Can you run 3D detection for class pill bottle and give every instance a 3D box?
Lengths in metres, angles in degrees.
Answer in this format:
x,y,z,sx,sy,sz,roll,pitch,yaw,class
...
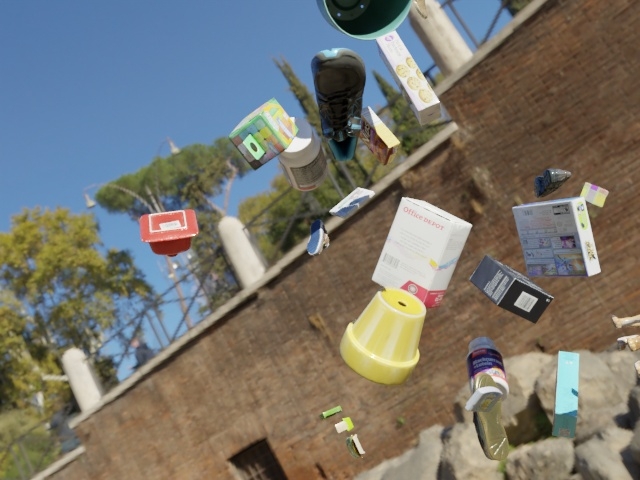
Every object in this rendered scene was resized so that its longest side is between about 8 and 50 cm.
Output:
x,y,z,sx,sy,sz,roll,pitch,yaw,class
-0.070,-0.303,2.518,0.161,0.161,0.283,-29,-23,-3,pill bottle
0.483,0.376,2.091,0.108,0.108,0.194,-36,25,25,pill bottle

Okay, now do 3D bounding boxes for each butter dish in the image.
x,y,z,sx,sy,sz,roll,pitch,yaw,class
-0.432,-0.007,2.057,0.160,0.160,0.118,-8,-58,-11,butter dish

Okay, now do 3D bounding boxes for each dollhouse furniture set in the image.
x,y,z,sx,sy,sz,roll,pitch,yaw,class
0.058,0.535,1.959,0.058,0.152,0.076,-18,-17,-25,dollhouse furniture set

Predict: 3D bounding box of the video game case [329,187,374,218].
x,y,z,sx,sy,sz,roll,pitch,yaw,class
0.123,-0.147,2.799,0.157,0.019,0.143,-40,21,-10,video game case

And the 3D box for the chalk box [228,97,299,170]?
x,y,z,sx,sy,sz,roll,pitch,yaw,class
-0.171,-0.308,2.110,0.132,0.132,0.213,-31,19,24,chalk box

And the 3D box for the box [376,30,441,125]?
x,y,z,sx,sy,sz,roll,pitch,yaw,class
0.242,-0.454,1.984,0.067,0.324,0.063,-22,-35,1,box

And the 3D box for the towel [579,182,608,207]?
x,y,z,sx,sy,sz,roll,pitch,yaw,class
0.882,-0.146,2.308,0.009,0.083,0.060,-144,76,-89,towel

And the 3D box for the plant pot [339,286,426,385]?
x,y,z,sx,sy,sz,roll,pitch,yaw,class
0.216,0.289,2.265,0.254,0.254,0.239,-12,-49,-52,plant pot

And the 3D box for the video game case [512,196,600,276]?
x,y,z,sx,sy,sz,roll,pitch,yaw,class
0.758,-0.006,2.313,0.061,0.245,0.269,-15,5,-26,video game case

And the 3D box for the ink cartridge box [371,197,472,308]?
x,y,z,sx,sy,sz,roll,pitch,yaw,class
0.333,0.041,2.365,0.131,0.226,0.306,6,-71,-49,ink cartridge box

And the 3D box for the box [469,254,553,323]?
x,y,z,sx,sy,sz,roll,pitch,yaw,class
0.523,0.133,1.969,0.156,0.158,0.093,25,-77,-26,box

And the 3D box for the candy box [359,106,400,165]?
x,y,z,sx,sy,sz,roll,pitch,yaw,class
0.195,-0.367,2.519,0.053,0.187,0.109,-27,-23,-22,candy box

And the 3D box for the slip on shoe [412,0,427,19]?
x,y,z,sx,sy,sz,roll,pitch,yaw,class
0.320,-0.784,2.314,0.041,0.135,0.051,-25,-2,26,slip on shoe

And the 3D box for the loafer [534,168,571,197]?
x,y,z,sx,sy,sz,roll,pitch,yaw,class
0.629,-0.154,1.955,0.061,0.062,0.170,-5,-7,-2,loafer

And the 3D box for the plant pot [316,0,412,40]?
x,y,z,sx,sy,sz,roll,pitch,yaw,class
0.116,-0.787,2.265,0.293,0.293,0.235,-28,22,-6,plant pot

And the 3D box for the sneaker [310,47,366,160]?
x,y,z,sx,sy,sz,roll,pitch,yaw,class
0.054,-0.318,1.693,0.125,0.140,0.341,-6,-25,6,sneaker

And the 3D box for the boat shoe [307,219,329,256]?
x,y,z,sx,sy,sz,roll,pitch,yaw,class
0.000,0.000,2.593,0.066,0.066,0.183,-28,32,29,boat shoe

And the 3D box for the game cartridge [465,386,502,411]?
x,y,z,sx,sy,sz,roll,pitch,yaw,class
0.322,0.311,1.400,0.083,0.017,0.056,14,-68,-45,game cartridge

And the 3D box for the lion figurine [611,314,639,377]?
x,y,z,sx,sy,sz,roll,pitch,yaw,class
0.832,0.216,1.672,0.240,0.142,0.392,-20,12,14,lion figurine

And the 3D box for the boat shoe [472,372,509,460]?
x,y,z,sx,sy,sz,roll,pitch,yaw,class
0.430,0.461,1.867,0.080,0.224,0.073,0,-21,-23,boat shoe

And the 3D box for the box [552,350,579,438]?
x,y,z,sx,sy,sz,roll,pitch,yaw,class
0.714,0.444,2.079,0.244,0.060,0.101,-64,-26,-48,box
